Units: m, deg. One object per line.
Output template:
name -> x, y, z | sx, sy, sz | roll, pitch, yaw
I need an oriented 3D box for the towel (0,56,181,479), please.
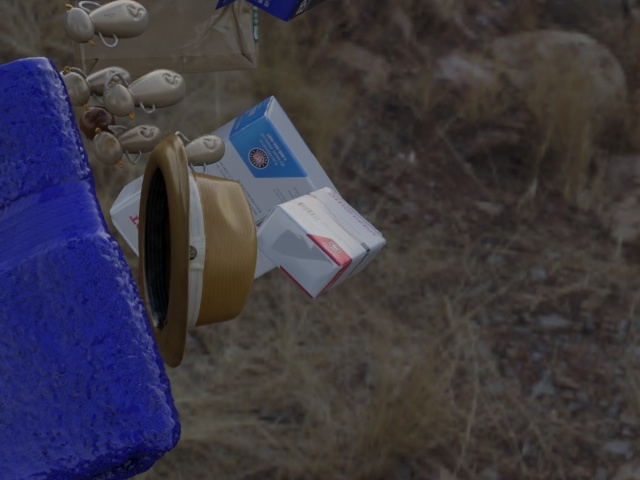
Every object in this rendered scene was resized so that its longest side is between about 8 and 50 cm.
towel -> -0.242, 0.043, 0.823 | 0.227, 0.076, 0.308 | -27, 73, 12

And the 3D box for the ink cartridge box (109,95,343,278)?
ink cartridge box -> -0.149, -0.054, 1.945 | 0.307, 0.223, 0.129 | -30, 19, 14

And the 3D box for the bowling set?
bowling set -> -0.288, -0.173, 1.670 | 0.287, 0.200, 0.154 | 57, 33, 4

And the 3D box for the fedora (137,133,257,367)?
fedora -> -0.101, 0.008, 1.000 | 0.079, 0.194, 0.194 | -1, 34, -20

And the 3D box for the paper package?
paper package -> -0.270, -0.376, 2.040 | 0.309, 0.168, 0.325 | -5, 12, -9

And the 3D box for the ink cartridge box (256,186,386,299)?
ink cartridge box -> 0.000, 0.000, 1.472 | 0.109, 0.063, 0.150 | 43, 24, 10

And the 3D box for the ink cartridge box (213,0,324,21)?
ink cartridge box -> 0.028, -0.359, 1.388 | 0.065, 0.165, 0.332 | 45, 51, 12
